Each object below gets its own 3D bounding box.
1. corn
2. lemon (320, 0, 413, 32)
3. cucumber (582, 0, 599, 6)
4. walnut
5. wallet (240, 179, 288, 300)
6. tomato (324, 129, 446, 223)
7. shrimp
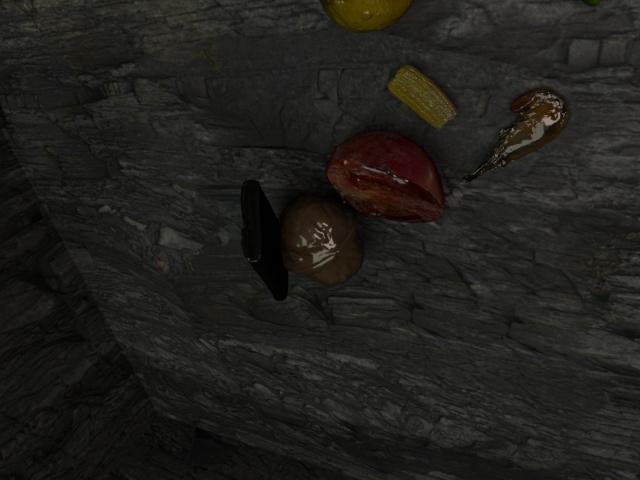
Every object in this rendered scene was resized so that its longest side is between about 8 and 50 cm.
[{"bbox_3d":[0.232,-0.325,1.233,0.165,0.063,0.085,42,126,-5],"label":"corn"},{"bbox_3d":[0.091,-0.514,1.073,0.192,0.231,0.192,48,153,35],"label":"lemon"},{"bbox_3d":[0.416,-0.517,0.974,0.250,0.056,0.056,39,135,-3],"label":"cucumber"},{"bbox_3d":[-0.001,-0.003,1.494,0.226,0.273,0.273,-13,126,-10],"label":"walnut"},{"bbox_3d":[-0.150,0.015,1.520,0.062,0.229,0.406,-5,159,5],"label":"wallet"},{"bbox_3d":[0.172,-0.172,1.320,0.308,0.170,0.309,16,165,4],"label":"tomato"},{"bbox_3d":[0.415,-0.231,1.194,0.262,0.066,0.117,-31,89,29],"label":"shrimp"}]
